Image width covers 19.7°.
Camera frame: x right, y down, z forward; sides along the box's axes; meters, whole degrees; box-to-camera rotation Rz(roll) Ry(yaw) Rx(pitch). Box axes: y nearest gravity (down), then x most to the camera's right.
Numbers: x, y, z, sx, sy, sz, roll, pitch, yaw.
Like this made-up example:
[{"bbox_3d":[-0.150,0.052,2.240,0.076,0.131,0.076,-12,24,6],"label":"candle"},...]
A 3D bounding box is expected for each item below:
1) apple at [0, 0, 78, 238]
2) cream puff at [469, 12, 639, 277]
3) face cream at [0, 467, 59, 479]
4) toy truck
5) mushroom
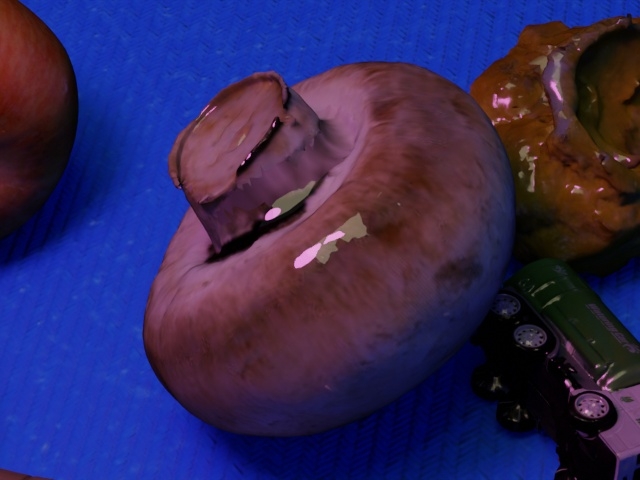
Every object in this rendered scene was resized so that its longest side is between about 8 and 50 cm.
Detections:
[{"bbox_3d":[-0.358,-0.126,1.728,0.264,0.264,0.264,-4,47,5],"label":"apple"},{"bbox_3d":[0.254,-0.106,1.663,0.282,0.185,0.282,-7,45,7],"label":"cream puff"},{"bbox_3d":[-0.134,0.256,1.468,0.341,0.084,0.137,13,41,11],"label":"face cream"},{"bbox_3d":[0.215,0.115,1.524,0.125,0.101,0.242,-15,43,-21],"label":"toy truck"},{"bbox_3d":[0.000,0.000,1.515,0.352,0.260,0.352,-32,28,20],"label":"mushroom"}]
